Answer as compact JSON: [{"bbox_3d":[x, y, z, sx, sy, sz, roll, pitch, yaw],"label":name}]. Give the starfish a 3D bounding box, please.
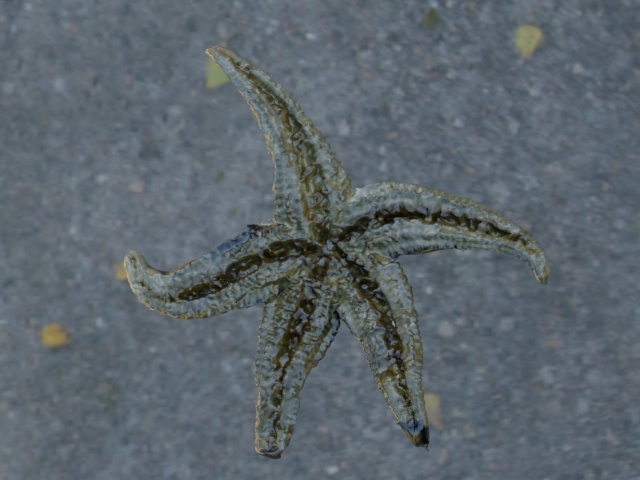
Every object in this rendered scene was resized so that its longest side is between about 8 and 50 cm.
[{"bbox_3d":[0.002,0.002,0.740,0.213,0.057,0.238,-19,76,8],"label":"starfish"}]
